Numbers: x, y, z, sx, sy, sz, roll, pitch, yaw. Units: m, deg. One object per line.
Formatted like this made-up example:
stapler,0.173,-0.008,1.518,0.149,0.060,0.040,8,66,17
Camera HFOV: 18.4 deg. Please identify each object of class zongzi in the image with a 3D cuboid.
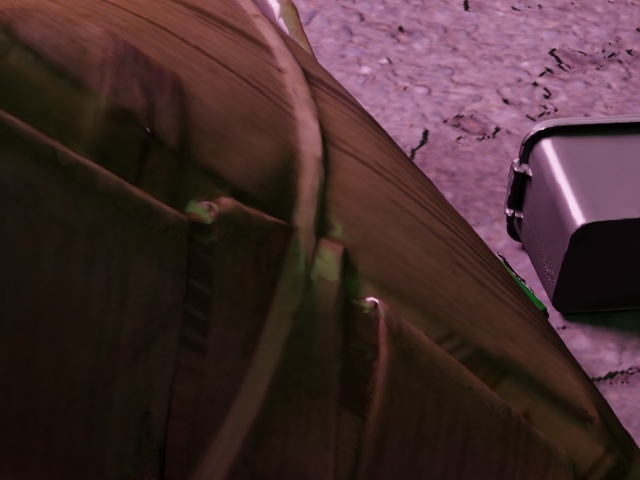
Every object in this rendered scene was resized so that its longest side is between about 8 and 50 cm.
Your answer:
zongzi,-0.012,0.018,0.921,0.467,0.218,0.500,34,17,-13

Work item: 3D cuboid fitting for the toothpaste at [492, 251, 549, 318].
toothpaste,0.050,0.004,0.982,0.037,0.043,0.178,-14,40,-25

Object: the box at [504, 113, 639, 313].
box,0.159,-0.012,0.990,0.122,0.084,0.069,-4,44,-11
